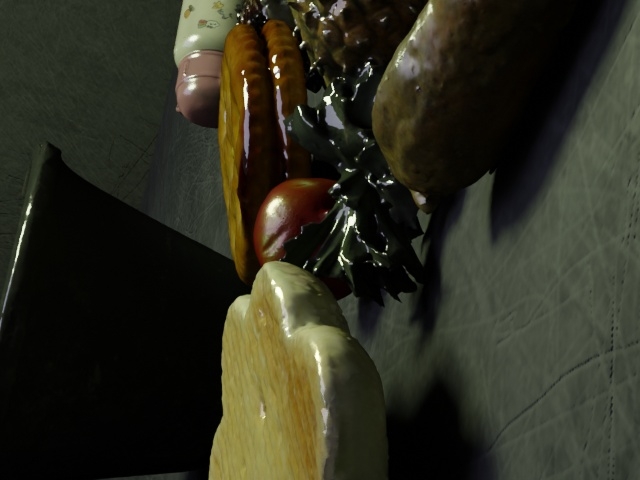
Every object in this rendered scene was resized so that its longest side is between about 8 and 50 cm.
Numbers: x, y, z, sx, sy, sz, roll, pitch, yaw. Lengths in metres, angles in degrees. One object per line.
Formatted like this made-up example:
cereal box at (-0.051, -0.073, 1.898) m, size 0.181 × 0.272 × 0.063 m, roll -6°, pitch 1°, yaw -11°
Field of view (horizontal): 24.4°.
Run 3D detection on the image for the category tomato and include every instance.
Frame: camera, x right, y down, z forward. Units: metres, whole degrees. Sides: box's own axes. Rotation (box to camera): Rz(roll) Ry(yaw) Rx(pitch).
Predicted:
tomato at (0.000, 0.000, 0.988) m, size 0.075 × 0.087 × 0.087 m, roll 17°, pitch 95°, yaw 51°

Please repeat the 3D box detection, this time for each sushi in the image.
sushi at (-0.020, -0.195, 1.286) m, size 0.084 × 0.094 × 0.098 m, roll 135°, pitch 151°, yaw -66°

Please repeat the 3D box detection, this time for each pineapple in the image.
pineapple at (0.032, -0.085, 0.870) m, size 0.125 × 0.125 × 0.251 m, roll 144°, pitch 132°, yaw -74°

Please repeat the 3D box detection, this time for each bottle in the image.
bottle at (-0.122, -0.247, 1.814) m, size 0.110 × 0.110 × 0.233 m, roll 121°, pitch 159°, yaw -59°

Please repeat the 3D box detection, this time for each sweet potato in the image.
sweet potato at (0.093, -0.120, 0.683) m, size 0.273 × 0.075 × 0.075 m, roll 119°, pitch 161°, yaw -44°

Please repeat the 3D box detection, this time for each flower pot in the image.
flower pot at (-0.214, 0.111, 1.505) m, size 0.379 × 0.251 × 0.379 m, roll -165°, pitch 90°, yaw -78°

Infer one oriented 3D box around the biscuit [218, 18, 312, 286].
biscuit at (-0.046, -0.072, 1.216) m, size 0.220 × 0.066 × 0.220 m, roll 176°, pitch 90°, yaw -84°

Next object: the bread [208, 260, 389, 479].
bread at (-0.012, 0.163, 0.814) m, size 0.316 × 0.054 × 0.315 m, roll 178°, pitch 90°, yaw -75°

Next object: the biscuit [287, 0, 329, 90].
biscuit at (-0.005, -0.164, 1.080) m, size 0.254 × 0.029 × 0.172 m, roll -110°, pitch -3°, yaw -66°
